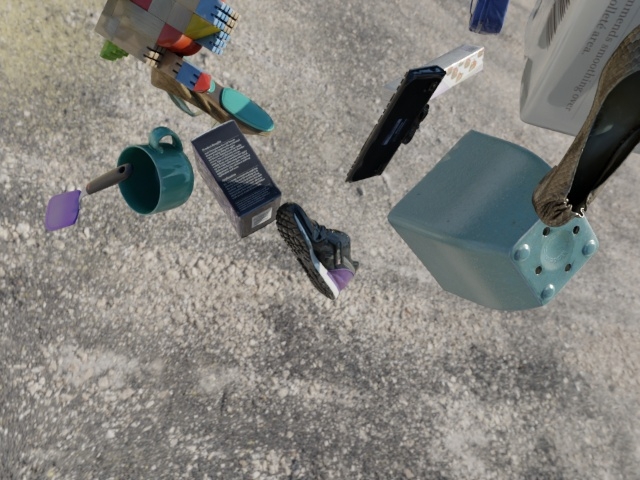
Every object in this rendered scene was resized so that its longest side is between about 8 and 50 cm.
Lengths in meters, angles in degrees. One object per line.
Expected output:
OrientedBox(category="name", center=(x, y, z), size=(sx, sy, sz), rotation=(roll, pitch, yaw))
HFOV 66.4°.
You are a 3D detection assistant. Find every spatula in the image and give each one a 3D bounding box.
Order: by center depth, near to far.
OrientedBox(category="spatula", center=(-0.445, -0.087, 0.934), size=(0.030, 0.296, 0.084), rotation=(22, 58, -46))

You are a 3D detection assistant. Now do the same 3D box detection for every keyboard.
OrientedBox(category="keyboard", center=(0.101, -0.153, 0.656), size=(0.108, 0.180, 0.023), rotation=(-20, 63, -41))

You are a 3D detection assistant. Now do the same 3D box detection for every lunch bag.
OrientedBox(category="lunch bag", center=(0.313, -0.439, 0.913), size=(0.065, 0.098, 0.067), rotation=(14, 15, 5))

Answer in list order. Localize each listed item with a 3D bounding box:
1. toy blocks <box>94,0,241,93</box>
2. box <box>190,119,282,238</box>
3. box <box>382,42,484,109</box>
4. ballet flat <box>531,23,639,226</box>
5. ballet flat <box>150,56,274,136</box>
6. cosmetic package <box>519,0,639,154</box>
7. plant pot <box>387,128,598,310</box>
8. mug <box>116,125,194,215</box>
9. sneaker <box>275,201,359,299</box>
OrientedBox(category="toy blocks", center=(-0.298, -0.506, 1.053), size=(0.261, 0.381, 0.191), rotation=(33, 14, 6))
OrientedBox(category="box", center=(-0.185, -0.132, 1.086), size=(0.108, 0.153, 0.207), rotation=(-31, 79, -16))
OrientedBox(category="box", center=(0.289, -0.411, 1.236), size=(0.324, 0.063, 0.067), rotation=(-35, 46, -26))
OrientedBox(category="ballet flat", center=(0.314, -0.117, 0.527), size=(0.084, 0.249, 0.058), rotation=(20, 31, -6))
OrientedBox(category="ballet flat", center=(-0.288, -0.355, 1.279), size=(0.342, 0.124, 0.116), rotation=(28, 44, -29))
OrientedBox(category="cosmetic package", center=(0.519, -0.316, 0.636), size=(0.394, 0.329, 0.327), rotation=(18, 48, 6))
OrientedBox(category="plant pot", center=(0.327, -0.017, 0.879), size=(0.248, 0.252, 0.247), rotation=(-45, 119, -4))
OrientedBox(category="mug", center=(-0.289, -0.123, 0.904), size=(0.097, 0.158, 0.129), rotation=(-23, 90, -52))
OrientedBox(category="sneaker", center=(0.000, 0.000, 1.118), size=(0.124, 0.107, 0.283), rotation=(-44, 132, -19))
